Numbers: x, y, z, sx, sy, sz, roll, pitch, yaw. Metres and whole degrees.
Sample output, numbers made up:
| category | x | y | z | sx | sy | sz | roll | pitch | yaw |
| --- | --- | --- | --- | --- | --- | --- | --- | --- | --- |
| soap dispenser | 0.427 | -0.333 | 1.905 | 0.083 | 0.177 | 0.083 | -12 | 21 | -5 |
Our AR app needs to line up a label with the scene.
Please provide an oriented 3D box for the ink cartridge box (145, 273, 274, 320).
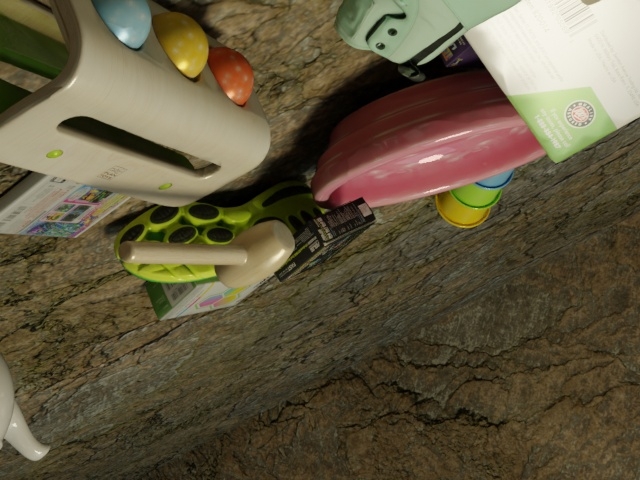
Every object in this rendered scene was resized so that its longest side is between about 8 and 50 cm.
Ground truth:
| category | x | y | z | sx | sy | sz | roll | pitch | yaw |
| --- | --- | --- | --- | --- | --- | --- | --- | --- | --- |
| ink cartridge box | -0.145 | 0.055 | 1.435 | 0.209 | 0.062 | 0.109 | -8 | 157 | -47 |

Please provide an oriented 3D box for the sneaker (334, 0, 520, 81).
| category | x | y | z | sx | sy | sz | roll | pitch | yaw |
| --- | --- | --- | --- | --- | --- | --- | --- | --- | --- |
| sneaker | 0.042 | -0.207 | 0.725 | 0.256 | 0.094 | 0.151 | 18 | 138 | -42 |

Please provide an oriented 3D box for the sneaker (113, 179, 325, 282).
| category | x | y | z | sx | sy | sz | roll | pitch | yaw |
| --- | --- | --- | --- | --- | --- | --- | --- | --- | --- |
| sneaker | -0.125 | 0.007 | 1.221 | 0.295 | 0.109 | 0.123 | -13 | 157 | -37 |

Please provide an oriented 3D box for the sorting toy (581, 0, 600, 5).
| category | x | y | z | sx | sy | sz | roll | pitch | yaw |
| --- | --- | --- | --- | --- | --- | --- | --- | --- | --- |
| sorting toy | 0.223 | -0.225 | 0.768 | 0.083 | 0.045 | 0.075 | 22 | 135 | -26 |

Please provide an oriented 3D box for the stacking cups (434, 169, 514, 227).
| category | x | y | z | sx | sy | sz | roll | pitch | yaw |
| --- | --- | --- | --- | --- | --- | --- | --- | --- | --- |
| stacking cups | 0.250 | -0.124 | 1.412 | 0.096 | 0.096 | 0.316 | -20 | 161 | -15 |

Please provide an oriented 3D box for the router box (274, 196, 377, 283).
| category | x | y | z | sx | sy | sz | roll | pitch | yaw |
| --- | --- | --- | --- | --- | --- | --- | --- | --- | --- |
| router box | 0.000 | 0.000 | 1.183 | 0.092 | 0.038 | 0.122 | -26 | 171 | -38 |

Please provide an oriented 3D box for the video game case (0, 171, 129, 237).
| category | x | y | z | sx | sy | sz | roll | pitch | yaw |
| --- | --- | --- | --- | --- | --- | --- | --- | --- | --- |
| video game case | -0.258 | -0.050 | 1.003 | 0.157 | 0.019 | 0.143 | -33 | 163 | 24 |

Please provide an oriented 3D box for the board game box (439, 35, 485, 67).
| category | x | y | z | sx | sy | sz | roll | pitch | yaw |
| --- | --- | --- | --- | --- | --- | --- | --- | --- | --- |
| board game box | 0.225 | -0.245 | 1.040 | 0.170 | 0.048 | 0.141 | -9 | 157 | -44 |

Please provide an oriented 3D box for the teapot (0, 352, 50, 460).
| category | x | y | z | sx | sy | sz | roll | pitch | yaw |
| --- | --- | --- | --- | --- | --- | --- | --- | --- | --- |
| teapot | -0.527 | 0.259 | 1.292 | 0.256 | 0.187 | 0.252 | -21 | 164 | -12 |

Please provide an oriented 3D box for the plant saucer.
| category | x | y | z | sx | sy | sz | roll | pitch | yaw |
| --- | --- | --- | --- | --- | --- | --- | --- | --- | --- |
| plant saucer | 0.143 | -0.124 | 1.161 | 0.332 | 0.084 | 0.332 | -15 | 173 | -2 |

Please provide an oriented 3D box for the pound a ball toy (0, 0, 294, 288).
| category | x | y | z | sx | sy | sz | roll | pitch | yaw |
| --- | --- | --- | --- | --- | --- | --- | --- | --- | --- |
| pound a ball toy | -0.120 | -0.087 | 0.739 | 0.135 | 0.208 | 0.319 | -29 | 163 | 17 |

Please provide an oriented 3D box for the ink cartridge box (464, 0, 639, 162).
| category | x | y | z | sx | sy | sz | roll | pitch | yaw |
| --- | --- | --- | --- | --- | --- | --- | --- | --- | --- |
| ink cartridge box | 0.310 | -0.251 | 0.860 | 0.353 | 0.119 | 0.207 | -30 | 130 | 20 |
